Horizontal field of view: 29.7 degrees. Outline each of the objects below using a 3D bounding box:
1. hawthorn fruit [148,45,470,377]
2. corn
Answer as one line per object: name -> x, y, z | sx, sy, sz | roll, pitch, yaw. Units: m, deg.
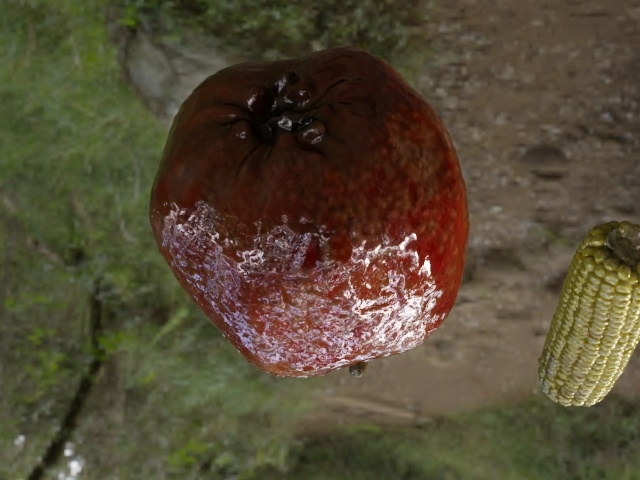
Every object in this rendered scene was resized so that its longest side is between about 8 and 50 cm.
hawthorn fruit -> 0.000, 0.000, 0.798 | 0.205, 0.205, 0.253 | 1, 139, 14
corn -> 0.284, 0.078, 1.231 | 0.093, 0.093, 0.244 | 4, 142, -2
